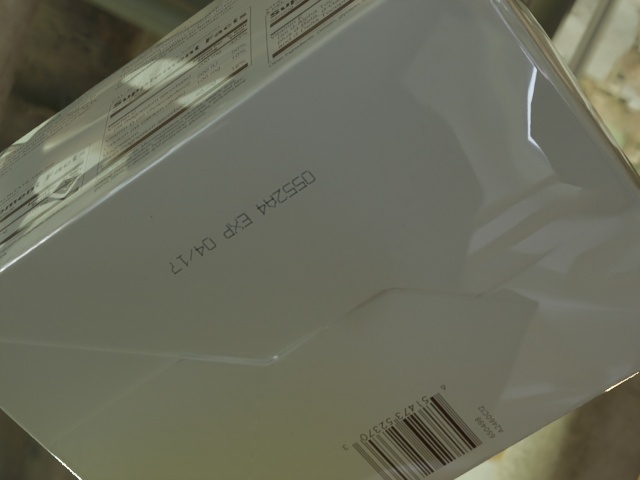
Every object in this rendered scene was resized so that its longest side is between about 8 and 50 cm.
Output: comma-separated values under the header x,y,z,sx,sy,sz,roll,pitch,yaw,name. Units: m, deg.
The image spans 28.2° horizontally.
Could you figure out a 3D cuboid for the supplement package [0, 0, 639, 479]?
x,y,z,sx,sy,sz,roll,pitch,yaw,name
0.000,0.000,0.569,0.204,0.262,0.145,49,-163,-26,supplement package
